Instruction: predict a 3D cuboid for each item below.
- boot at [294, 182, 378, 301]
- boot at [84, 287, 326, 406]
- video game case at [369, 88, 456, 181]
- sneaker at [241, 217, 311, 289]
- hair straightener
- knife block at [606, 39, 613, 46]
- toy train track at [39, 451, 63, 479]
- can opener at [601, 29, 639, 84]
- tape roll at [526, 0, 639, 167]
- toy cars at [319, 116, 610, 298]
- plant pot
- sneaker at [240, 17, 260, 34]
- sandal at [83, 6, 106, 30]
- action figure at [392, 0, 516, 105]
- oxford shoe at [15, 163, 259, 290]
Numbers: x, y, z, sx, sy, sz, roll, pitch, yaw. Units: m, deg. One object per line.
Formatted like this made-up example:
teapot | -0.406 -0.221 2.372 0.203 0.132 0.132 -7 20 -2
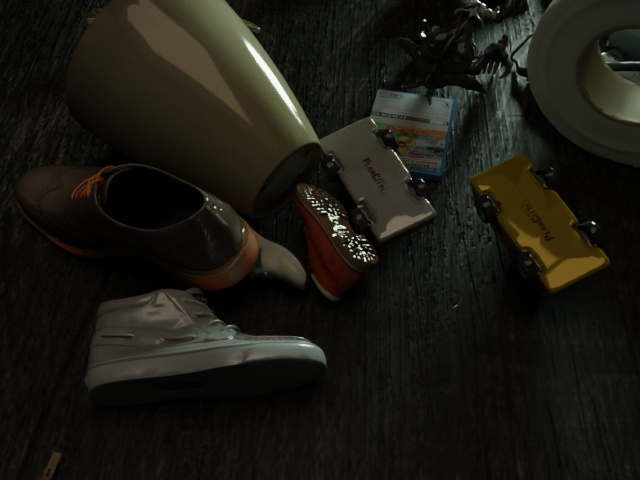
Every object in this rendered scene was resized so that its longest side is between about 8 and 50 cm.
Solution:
boot | 0.000 0.000 0.978 0.059 0.084 0.158 4 42 -40
boot | -0.126 0.102 0.880 0.258 0.095 0.123 -4 56 -2
video game case | 0.126 -0.154 1.156 0.119 0.015 0.166 10 50 8
sneaker | -0.086 0.029 0.981 0.161 0.057 0.075 34 73 25
hair straightener | 0.393 -0.269 1.198 0.230 0.089 0.047 17 15 34
knife block | 0.587 -0.384 1.304 0.276 0.088 0.242 -6 50 -5
toy train track | -0.279 0.252 0.808 0.048 0.014 0.083 2 43 12
can opener | 0.532 -0.224 1.169 0.280 0.093 0.074 34 57 21
tape roll | 0.421 -0.236 1.048 0.286 0.286 0.100 21 52 18
toy cars | 0.166 -0.035 1.009 0.394 0.087 0.176 17 63 21
plant pot | -0.138 -0.161 1.036 0.274 0.256 0.256 42 61 17
sneaker | -0.149 -0.324 1.297 0.042 0.067 0.118 34 27 29
sandal | -0.293 -0.345 1.312 0.180 0.049 0.072 -13 54 -30
action figure | 0.221 -0.307 1.214 0.164 0.141 0.275 34 83 17
oxford shoe | -0.244 -0.052 0.967 0.364 0.132 0.130 12 62 27
